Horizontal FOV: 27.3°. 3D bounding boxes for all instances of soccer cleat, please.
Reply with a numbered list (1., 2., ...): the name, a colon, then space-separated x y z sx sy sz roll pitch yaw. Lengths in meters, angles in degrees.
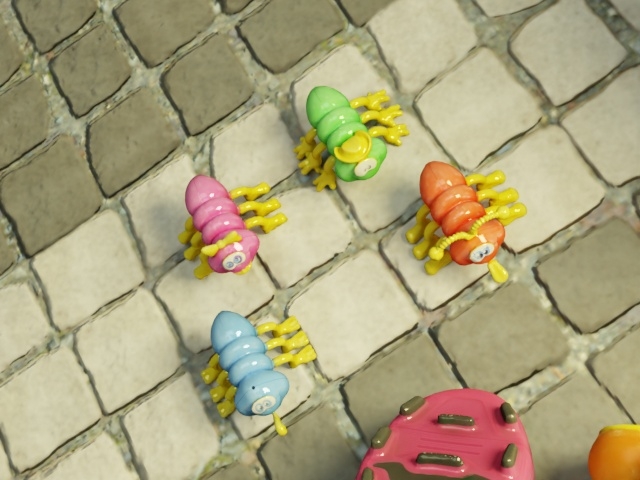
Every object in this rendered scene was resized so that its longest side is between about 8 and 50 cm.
1. soccer cleat: 0.071 0.231 0.813 0.116 0.143 0.331 0 32 13

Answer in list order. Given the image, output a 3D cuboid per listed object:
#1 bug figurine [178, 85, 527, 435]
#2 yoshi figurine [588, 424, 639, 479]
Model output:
1. bug figurine: 0.000 0.000 0.980 0.279 0.072 0.216 -36 62 5
2. yoshi figurine: 0.188 0.279 0.744 0.203 0.203 0.362 -1 71 29
